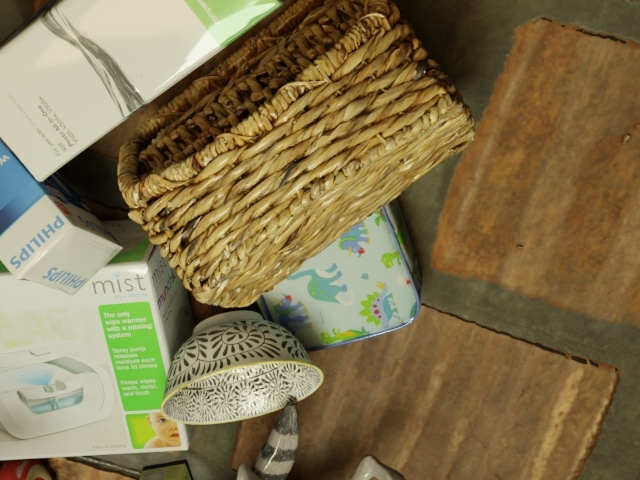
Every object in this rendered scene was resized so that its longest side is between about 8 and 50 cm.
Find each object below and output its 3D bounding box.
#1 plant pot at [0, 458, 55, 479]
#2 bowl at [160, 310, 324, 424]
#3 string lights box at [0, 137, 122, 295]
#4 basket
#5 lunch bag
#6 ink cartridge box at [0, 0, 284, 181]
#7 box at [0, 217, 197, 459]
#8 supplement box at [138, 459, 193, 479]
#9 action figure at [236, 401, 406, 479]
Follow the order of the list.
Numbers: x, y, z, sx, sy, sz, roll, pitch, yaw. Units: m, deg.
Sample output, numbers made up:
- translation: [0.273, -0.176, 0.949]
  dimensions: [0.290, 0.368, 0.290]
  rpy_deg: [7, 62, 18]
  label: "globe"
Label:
- translation: [-0.398, 0.342, 1.496]
  dimensions: [0.174, 0.191, 0.191]
  rpy_deg: [-10, 113, 7]
  label: "plant pot"
- translation: [-0.087, 0.122, 1.328]
  dimensions: [0.170, 0.080, 0.170]
  rpy_deg: [-12, 157, -5]
  label: "bowl"
- translation: [-0.319, -0.069, 1.262]
  dimensions: [0.077, 0.133, 0.260]
  rpy_deg: [-43, 76, 2]
  label: "string lights box"
- translation: [-0.043, -0.109, 1.169]
  dimensions: [0.299, 0.213, 0.223]
  rpy_deg: [-36, 79, 8]
  label: "basket"
- translation: [0.000, 0.000, 1.347]
  dimensions: [0.176, 0.090, 0.219]
  rpy_deg: [-17, 113, 13]
  label: "lunch bag"
- translation: [-0.168, -0.207, 1.201]
  dimensions: [0.289, 0.211, 0.121]
  rpy_deg: [-33, 107, 18]
  label: "ink cartridge box"
- translation: [-0.274, 0.105, 1.409]
  dimensions: [0.262, 0.127, 0.231]
  rpy_deg: [-4, 116, 9]
  label: "box"
- translation: [-0.178, 0.317, 1.517]
  dimensions: [0.056, 0.083, 0.083]
  rpy_deg: [-11, 113, 11]
  label: "supplement box"
- translation: [-0.046, 0.338, 1.438]
  dimensions: [0.178, 0.341, 0.330]
  rpy_deg: [54, 127, 23]
  label: "action figure"
